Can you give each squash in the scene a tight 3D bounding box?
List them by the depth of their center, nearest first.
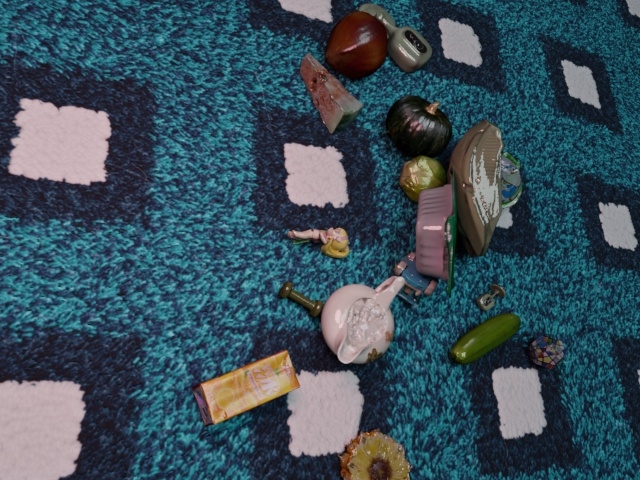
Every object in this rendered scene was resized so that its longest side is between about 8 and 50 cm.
[{"bbox_3d":[0.484,0.288,1.556,0.292,0.082,0.082,-22,82,-30],"label":"squash"},{"bbox_3d":[0.308,-0.356,1.653,0.218,0.172,0.218,8,59,-14],"label":"squash"}]

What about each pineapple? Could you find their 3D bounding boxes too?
[{"bbox_3d":[0.141,0.572,1.292,0.221,0.047,0.221,10,67,-25],"label":"pineapple"}]

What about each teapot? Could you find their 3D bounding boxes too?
[{"bbox_3d":[0.108,0.203,1.360,0.204,0.139,0.298,40,59,-7],"label":"teapot"}]

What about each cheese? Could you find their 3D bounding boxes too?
[{"bbox_3d":[0.573,-0.174,1.775,0.204,0.083,0.320,42,69,-3],"label":"cheese"}]

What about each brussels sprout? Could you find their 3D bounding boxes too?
[{"bbox_3d":[0.316,-0.184,1.625,0.155,0.117,0.155,1,80,-7],"label":"brussels sprout"}]

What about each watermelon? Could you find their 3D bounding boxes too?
[{"bbox_3d":[0.028,-0.464,1.611,0.241,0.094,0.154,50,50,1],"label":"watermelon"}]

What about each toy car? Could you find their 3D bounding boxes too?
[{"bbox_3d":[0.271,0.107,1.525,0.126,0.098,0.161,33,32,6],"label":"toy car"}]

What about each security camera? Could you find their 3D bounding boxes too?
[{"bbox_3d":[0.530,0.181,1.642,0.092,0.058,0.058,-41,92,-24],"label":"security camera"},{"bbox_3d":[0.255,-0.718,1.824,0.301,0.080,0.157,44,58,-3],"label":"security camera"}]

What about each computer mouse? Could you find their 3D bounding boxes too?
[{"bbox_3d":[0.462,-0.163,1.617,0.145,0.228,0.429,3,85,-1],"label":"computer mouse"}]

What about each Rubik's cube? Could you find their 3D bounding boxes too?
[{"bbox_3d":[0.706,0.346,1.642,0.093,0.111,0.111,-10,74,-1],"label":"Rubik's cube"}]

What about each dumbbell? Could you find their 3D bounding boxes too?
[{"bbox_3d":[-0.050,0.150,1.349,0.118,0.052,0.046,33,84,-13],"label":"dumbbell"}]

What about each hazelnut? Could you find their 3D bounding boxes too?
[{"bbox_3d":[0.099,-0.599,1.634,0.208,0.208,0.208,10,67,-24],"label":"hazelnut"}]

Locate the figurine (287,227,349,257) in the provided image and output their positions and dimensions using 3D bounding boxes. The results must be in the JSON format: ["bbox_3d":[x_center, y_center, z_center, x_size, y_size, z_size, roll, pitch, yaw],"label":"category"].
[{"bbox_3d":[0.000,0.000,1.425,0.187,0.083,0.083,7,68,-32],"label":"figurine"}]

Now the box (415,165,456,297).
[{"bbox_3d":[0.323,-0.028,1.479,0.106,0.264,0.337,2,30,11],"label":"box"}]

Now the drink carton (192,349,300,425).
[{"bbox_3d":[-0.167,0.336,1.208,0.222,0.071,0.096,-16,79,-32],"label":"drink carton"}]
